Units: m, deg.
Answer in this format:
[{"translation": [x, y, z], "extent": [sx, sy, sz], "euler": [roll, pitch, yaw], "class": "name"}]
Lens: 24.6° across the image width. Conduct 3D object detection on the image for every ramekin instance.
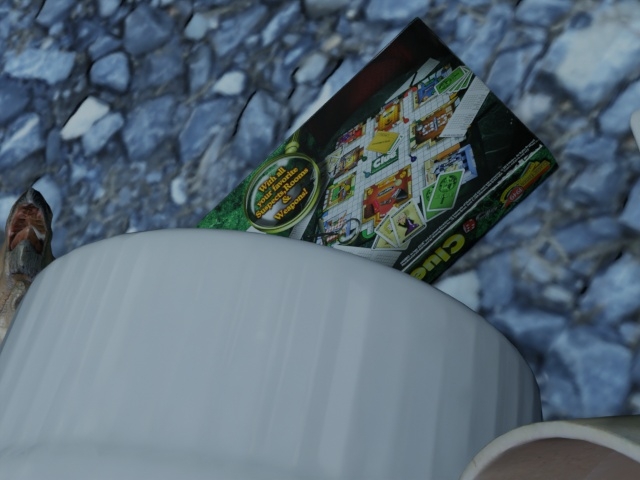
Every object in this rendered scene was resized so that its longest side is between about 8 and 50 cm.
[{"translation": [-0.030, 0.110, 0.660], "extent": [0.277, 0.277, 0.135], "euler": [-6, 56, 30], "class": "ramekin"}]

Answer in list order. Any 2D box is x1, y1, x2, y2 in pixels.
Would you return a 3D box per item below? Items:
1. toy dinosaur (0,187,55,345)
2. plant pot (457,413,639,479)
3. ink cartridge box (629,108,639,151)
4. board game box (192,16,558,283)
[{"translation": [-0.222, 0.114, 0.879], "extent": [0.296, 0.127, 0.200], "euler": [-30, 45, 31], "class": "toy dinosaur"}, {"translation": [0.213, 0.157, 0.467], "extent": [0.274, 0.256, 0.256], "euler": [-10, 50, -22], "class": "plant pot"}, {"translation": [0.294, -0.008, 0.606], "extent": [0.278, 0.117, 0.201], "euler": [-25, 55, 20], "class": "ink cartridge box"}, {"translation": [0.000, 0.000, 0.848], "extent": [0.260, 0.030, 0.136], "euler": [-42, 53, 7], "class": "board game box"}]
